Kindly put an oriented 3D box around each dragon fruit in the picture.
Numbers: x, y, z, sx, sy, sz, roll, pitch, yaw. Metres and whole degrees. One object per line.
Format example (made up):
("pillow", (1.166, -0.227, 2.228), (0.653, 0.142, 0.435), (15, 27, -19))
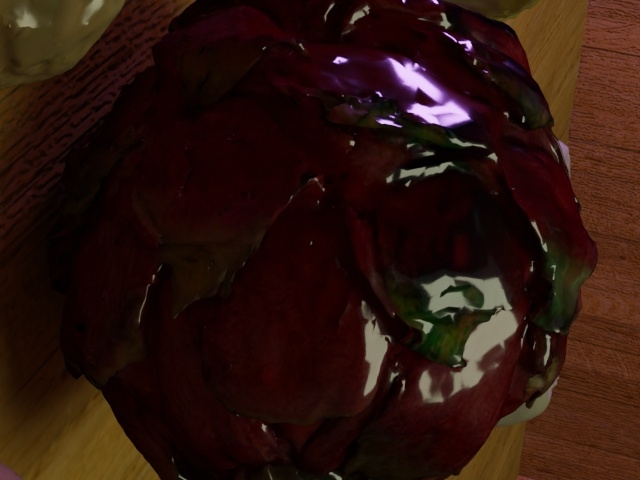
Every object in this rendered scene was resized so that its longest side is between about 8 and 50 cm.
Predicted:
("dragon fruit", (0.003, 0.000, 0.884), (0.329, 0.329, 0.329), (13, 90, -74))

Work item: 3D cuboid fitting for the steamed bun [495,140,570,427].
("steamed bun", (0.097, 0.018, 1.367), (0.383, 0.236, 0.247), (-49, 138, -71))

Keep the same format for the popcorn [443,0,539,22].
("popcorn", (0.081, -0.259, 1.140), (0.212, 0.259, 0.259), (99, 7, -79))

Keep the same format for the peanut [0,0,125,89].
("peanut", (-0.130, -0.192, 0.562), (0.159, 0.143, 0.291), (-97, -171, -60))

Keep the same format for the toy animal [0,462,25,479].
("toy animal", (-0.192, 0.206, 0.653), (0.166, 0.154, 0.250), (45, 61, -45))
